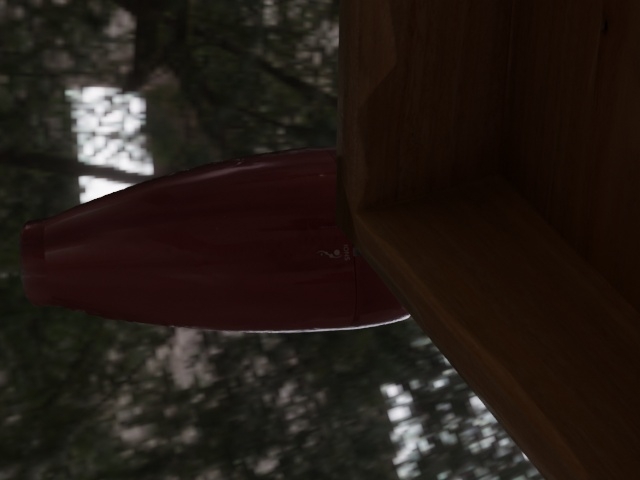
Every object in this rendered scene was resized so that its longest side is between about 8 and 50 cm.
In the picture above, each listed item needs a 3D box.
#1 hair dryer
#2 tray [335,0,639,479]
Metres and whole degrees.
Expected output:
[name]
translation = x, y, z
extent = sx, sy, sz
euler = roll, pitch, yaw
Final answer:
[hair dryer]
translation = 0.000, 0.000, 0.868
extent = 0.223, 0.293, 0.080
euler = -8, -91, 55
[tray]
translation = 0.081, -0.127, 0.460
extent = 0.203, 0.076, 0.411
euler = -128, -149, -47
